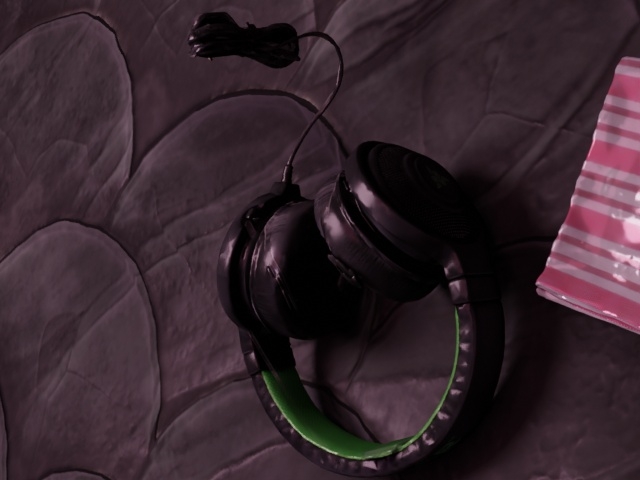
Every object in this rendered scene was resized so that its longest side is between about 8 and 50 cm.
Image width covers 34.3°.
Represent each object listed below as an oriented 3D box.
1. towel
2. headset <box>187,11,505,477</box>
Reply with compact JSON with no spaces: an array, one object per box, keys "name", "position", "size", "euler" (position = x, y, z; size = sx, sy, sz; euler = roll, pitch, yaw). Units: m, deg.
[{"name":"towel","position":[0.245,-0.031,0.741],"size":[0.144,0.029,0.197],"euler":[22,94,44]},{"name":"headset","position":[0.000,0.000,0.858],"size":[0.243,0.185,0.394],"euler":[-24,74,37]}]
